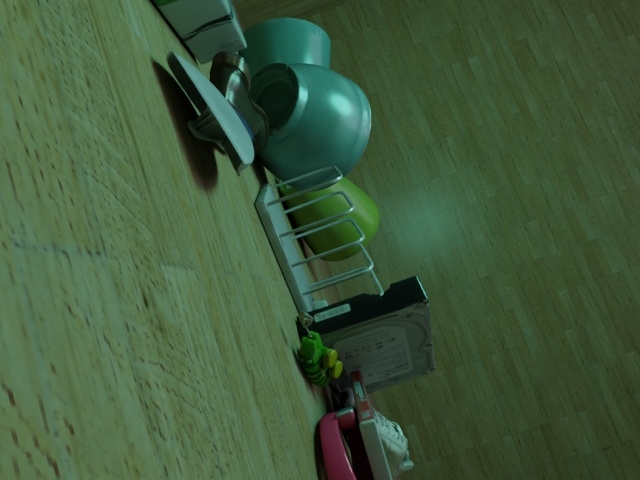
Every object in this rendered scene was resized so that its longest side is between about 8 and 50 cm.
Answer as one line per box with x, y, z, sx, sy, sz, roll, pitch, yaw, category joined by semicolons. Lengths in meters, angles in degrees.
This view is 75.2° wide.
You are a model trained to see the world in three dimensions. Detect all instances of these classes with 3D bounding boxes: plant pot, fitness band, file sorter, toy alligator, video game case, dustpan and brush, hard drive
0.005;-0.121;1.334;0.293;0.275;0.274;46;20;-44;plant pot
0.055;0.360;0.616;0.291;0.054;0.208;71;3;-68;fitness band
0.000;0.000;0.870;0.193;0.173;0.277;-104;174;-72;file sorter
-0.011;0.183;0.651;0.051;0.056;0.189;-58;144;-31;toy alligator
0.091;0.343;0.674;0.285;0.025;0.203;77;-2;-85;video game case
-0.107;-0.493;1.298;0.293;0.293;0.234;54;32;-82;plant pot
-0.061;-0.278;0.950;0.196;0.293;0.292;16;50;-53;plant pot
-0.132;-0.143;0.547;0.147;0.060;0.211;58;10;-4;dustpan and brush
0.111;0.220;0.853;0.338;0.237;0.064;69;3;-50;hard drive

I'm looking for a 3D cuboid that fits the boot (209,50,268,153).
-0.140;-0.187;0.689;0.219;0.082;0.106;75;19;-64;boot

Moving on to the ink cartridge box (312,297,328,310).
0.035;0.259;1.091;0.223;0.045;0.223;68;3;-47;ink cartridge box

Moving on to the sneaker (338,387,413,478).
0.121;0.422;0.912;0.110;0.118;0.292;-101;170;-61;sneaker

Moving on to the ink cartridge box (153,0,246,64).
-0.189;-0.374;0.587;0.208;0.087;0.152;41;29;-84;ink cartridge box
